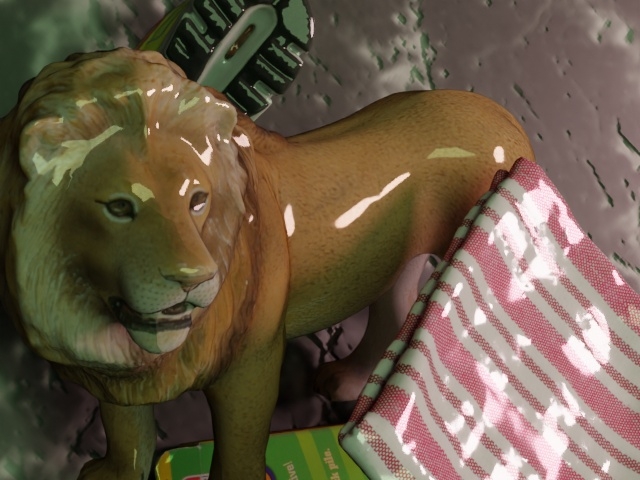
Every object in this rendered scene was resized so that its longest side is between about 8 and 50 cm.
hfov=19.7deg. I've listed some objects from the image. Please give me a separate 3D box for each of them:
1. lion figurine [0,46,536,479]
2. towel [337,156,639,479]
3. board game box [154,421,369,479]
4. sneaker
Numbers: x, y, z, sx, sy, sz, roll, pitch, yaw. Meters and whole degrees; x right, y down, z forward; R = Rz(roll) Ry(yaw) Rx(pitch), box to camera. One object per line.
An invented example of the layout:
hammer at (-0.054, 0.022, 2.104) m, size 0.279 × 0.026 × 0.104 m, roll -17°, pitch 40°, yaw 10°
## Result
lion figurine at (0.000, 0.000, 0.867) m, size 0.392 × 0.142 × 0.240 m, roll -23°, pitch 124°, yaw -48°
towel at (0.097, 0.070, 0.814) m, size 0.144 × 0.029 × 0.197 m, roll 46°, pitch 47°, yaw -13°
board game box at (0.032, 0.157, 0.983) m, size 0.259 × 0.039 × 0.124 m, roll -4°, pitch 87°, yaw -30°
sneaker at (-0.084, -0.050, 0.921) m, size 0.208 × 0.094 × 0.081 m, roll -46°, pitch 105°, yaw 1°
